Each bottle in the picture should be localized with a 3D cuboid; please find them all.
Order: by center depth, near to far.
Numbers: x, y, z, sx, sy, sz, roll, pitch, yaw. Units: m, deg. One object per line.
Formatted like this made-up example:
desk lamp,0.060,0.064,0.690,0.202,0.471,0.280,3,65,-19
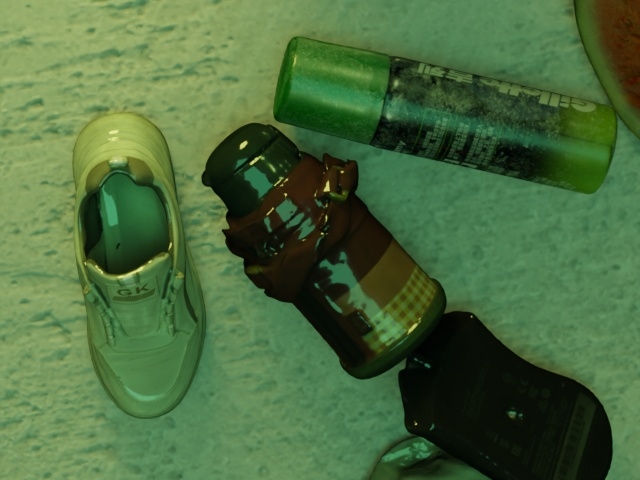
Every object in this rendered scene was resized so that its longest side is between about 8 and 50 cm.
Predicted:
bottle,0.000,0.000,1.621,0.156,0.143,0.271,-40,104,6
bottle,0.121,-0.123,1.621,0.330,0.093,0.093,12,104,-8

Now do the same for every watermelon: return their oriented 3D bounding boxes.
watermelon,0.361,-0.196,1.610,0.128,0.159,0.303,-37,105,-25

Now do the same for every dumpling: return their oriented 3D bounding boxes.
dumpling,0.135,0.271,1.740,0.176,0.092,0.150,-28,92,8

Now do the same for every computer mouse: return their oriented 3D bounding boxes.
computer mouse,0.178,0.180,1.700,0.264,0.088,0.147,36,59,-20

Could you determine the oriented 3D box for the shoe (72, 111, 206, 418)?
shoe,-0.181,0.040,1.609,0.124,0.159,0.316,-9,103,-4
